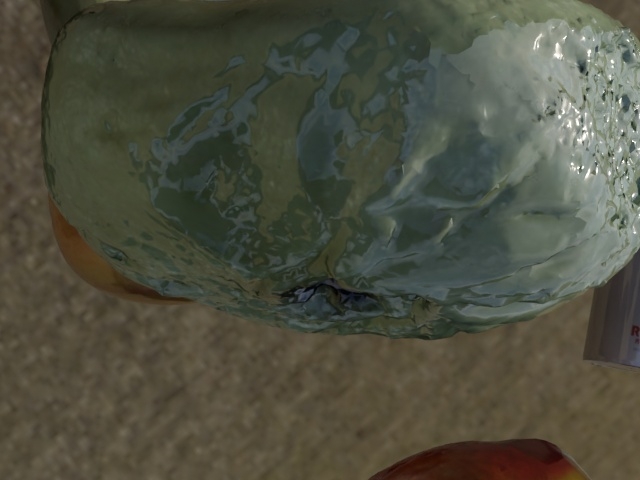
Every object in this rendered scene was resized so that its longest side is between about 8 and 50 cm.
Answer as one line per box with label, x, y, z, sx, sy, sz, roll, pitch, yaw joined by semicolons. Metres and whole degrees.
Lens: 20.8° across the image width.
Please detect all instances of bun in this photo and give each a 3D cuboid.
bun;0.008;-0.022;0.608;0.221;0.221;0.108;12;80;-59

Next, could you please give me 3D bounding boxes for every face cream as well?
face cream;0.317;0.020;1.689;0.096;0.096;0.214;20;79;-61

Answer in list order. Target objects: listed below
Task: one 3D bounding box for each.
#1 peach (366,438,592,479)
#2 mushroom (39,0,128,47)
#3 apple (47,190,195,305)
peach;0.110;0.312;1.424;0.281;0.281;0.338;-20;155;-36
mushroom;-0.208;-0.203;1.576;0.081;0.312;0.100;-5;141;-23
apple;-0.113;-0.032;1.334;0.199;0.199;0.199;-31;153;-18
